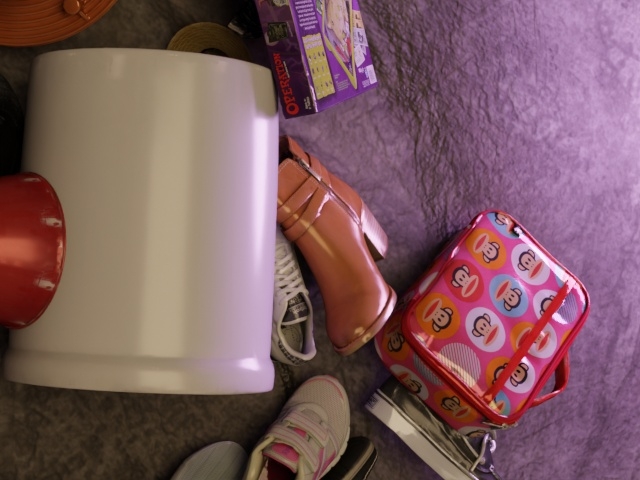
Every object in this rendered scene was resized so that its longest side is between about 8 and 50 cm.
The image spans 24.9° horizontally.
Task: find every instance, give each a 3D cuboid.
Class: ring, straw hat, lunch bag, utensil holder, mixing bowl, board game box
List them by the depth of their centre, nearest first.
[{"bbox_3d":[-0.376,0.006,1.619,0.098,0.181,0.181,9,87,-45],"label":"mixing bowl"},{"bbox_3d":[-0.374,-0.394,1.717,0.336,0.032,0.336,2,108,7],"label":"ring"},{"bbox_3d":[-0.212,-0.017,1.749,0.327,0.327,0.385,3,87,-25],"label":"utensil holder"},{"bbox_3d":[-0.006,-0.277,1.857,0.056,0.347,0.208,-8,99,16],"label":"board game box"},{"bbox_3d":[-0.133,-0.224,1.918,0.061,0.144,0.144,-41,112,-60],"label":"straw hat"},{"bbox_3d":[0.241,0.128,2.024,0.258,0.120,0.293,44,55,-4],"label":"lunch bag"}]

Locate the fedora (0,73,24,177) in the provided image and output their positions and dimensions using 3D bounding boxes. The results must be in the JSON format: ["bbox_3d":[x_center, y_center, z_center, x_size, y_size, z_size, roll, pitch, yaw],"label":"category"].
[{"bbox_3d":[-0.491,-0.068,1.679,0.152,0.334,0.334,25,78,13],"label":"fedora"}]

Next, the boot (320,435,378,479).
[{"bbox_3d":[0.036,0.408,2.007,0.178,0.085,0.236,45,73,-24],"label":"boot"}]

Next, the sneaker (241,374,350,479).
[{"bbox_3d":[-0.032,0.283,1.922,0.103,0.111,0.252,20,64,11],"label":"sneaker"}]

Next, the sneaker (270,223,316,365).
[{"bbox_3d":[-0.054,0.053,1.947,0.090,0.095,0.235,-18,97,-22],"label":"sneaker"}]

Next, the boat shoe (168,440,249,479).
[{"bbox_3d":[-0.186,0.345,1.902,0.083,0.076,0.226,54,48,-3],"label":"boat shoe"}]

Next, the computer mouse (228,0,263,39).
[{"bbox_3d":[-0.140,-0.390,1.888,0.272,0.072,0.188,60,24,-14],"label":"computer mouse"}]

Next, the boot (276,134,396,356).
[{"bbox_3d":[0.000,0.000,1.897,0.220,0.109,0.283,46,33,-26],"label":"boot"}]

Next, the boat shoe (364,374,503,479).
[{"bbox_3d":[0.202,0.292,2.063,0.306,0.113,0.105,42,88,-11],"label":"boat shoe"}]
